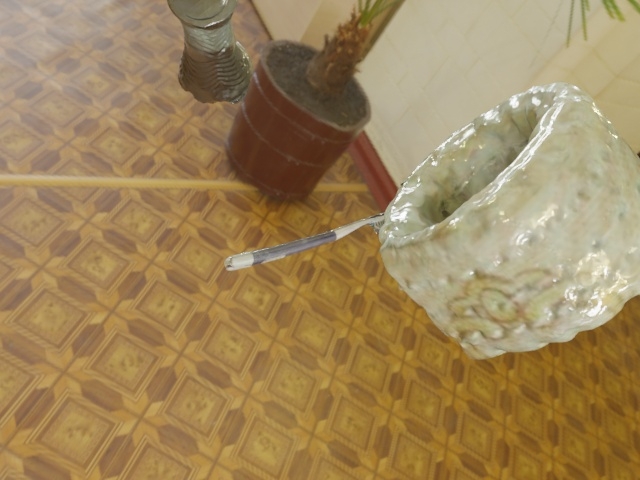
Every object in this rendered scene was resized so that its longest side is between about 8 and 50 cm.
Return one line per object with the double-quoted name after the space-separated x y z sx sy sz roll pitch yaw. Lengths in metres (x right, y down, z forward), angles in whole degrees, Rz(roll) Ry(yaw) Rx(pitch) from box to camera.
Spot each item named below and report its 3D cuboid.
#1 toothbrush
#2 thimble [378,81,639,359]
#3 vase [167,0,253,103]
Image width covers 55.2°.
0.000 0.000 0.769 0.288 0.024 0.026 -16 68 -42 "toothbrush"
0.215 -0.021 0.699 0.195 0.291 0.291 46 39 -13 "thimble"
-0.142 -0.262 0.788 0.115 0.237 0.115 1 84 -6 "vase"
